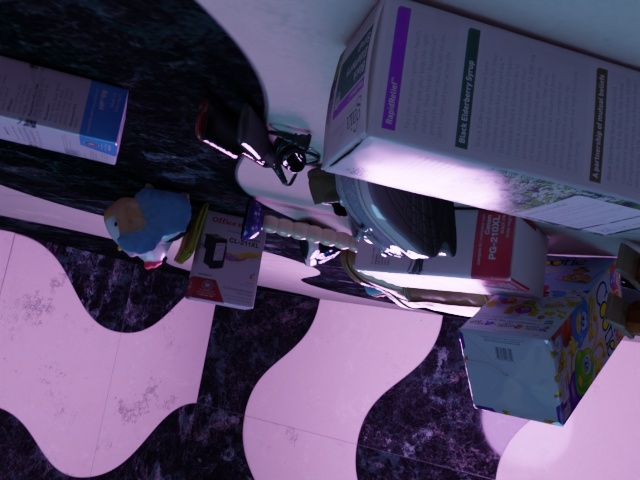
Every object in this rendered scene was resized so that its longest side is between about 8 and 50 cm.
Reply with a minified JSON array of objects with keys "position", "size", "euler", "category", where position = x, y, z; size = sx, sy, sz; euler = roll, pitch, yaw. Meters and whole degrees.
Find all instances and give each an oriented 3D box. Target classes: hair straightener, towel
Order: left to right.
[{"position":[-0.258,-0.010,1.269],"size":[0.021,0.102,0.237],"euler":[17,169,-15],"category":"towel"},{"position":[-0.049,-0.092,0.687],"size":[0.089,0.047,0.230],"euler":[8,171,14],"category":"hair straightener"}]

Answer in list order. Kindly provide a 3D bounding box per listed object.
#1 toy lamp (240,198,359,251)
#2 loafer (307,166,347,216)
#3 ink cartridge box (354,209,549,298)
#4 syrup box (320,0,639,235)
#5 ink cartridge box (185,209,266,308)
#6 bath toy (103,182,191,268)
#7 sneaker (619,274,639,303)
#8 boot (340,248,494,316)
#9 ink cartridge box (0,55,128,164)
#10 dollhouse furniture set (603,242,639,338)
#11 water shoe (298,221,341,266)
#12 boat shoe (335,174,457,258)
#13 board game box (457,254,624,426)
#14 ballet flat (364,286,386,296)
[{"position":[0.006,-0.005,1.085],"size":[0.274,0.080,0.080],"euler":[10,171,-10],"category":"toy lamp"},{"position":[0.042,-0.053,0.830],"size":[0.148,0.050,0.056],"euler":[16,170,-33],"category":"loafer"},{"position":[0.195,0.019,0.956],"size":[0.237,0.100,0.172],"euler":[3,169,34],"category":"ink cartridge box"},{"position":[0.128,-0.075,0.439],"size":[0.236,0.096,0.093],"euler":[12,169,-14],"category":"syrup box"},{"position":[-0.185,0.039,1.269],"size":[0.127,0.175,0.072],"euler":[12,168,-16],"category":"ink cartridge box"},{"position":[-0.329,-0.017,1.225],"size":[0.151,0.129,0.348],"euler":[11,172,-12],"category":"bath toy"},{"position":[0.584,0.100,1.225],"size":[0.089,0.051,0.170],"euler":[9,167,7],"category":"sneaker"},{"position":[0.197,0.065,1.159],"size":[0.236,0.089,0.269],"euler":[31,164,-31],"category":"boot"},{"position":[-0.290,-0.134,0.643],"size":[0.180,0.060,0.104],"euler":[12,172,-18],"category":"ink cartridge box"},{"position":[0.517,0.133,0.816],"size":[0.262,0.259,0.135],"euler":[3,159,47],"category":"dollhouse furniture set"},{"position":[0.000,0.000,1.229],"size":[0.080,0.073,0.203],"euler":[-17,172,-4],"category":"water shoe"},{"position":[0.075,-0.034,0.688],"size":[0.103,0.118,0.320],"euler":[-6,173,20],"category":"boat shoe"},{"position":[0.355,0.142,1.002],"size":[0.144,0.142,0.275],"euler":[2,-157,44],"category":"board game box"},{"position":[0.200,0.113,1.717],"size":[0.073,0.080,0.232],"euler":[-17,-173,-26],"category":"ballet flat"}]
